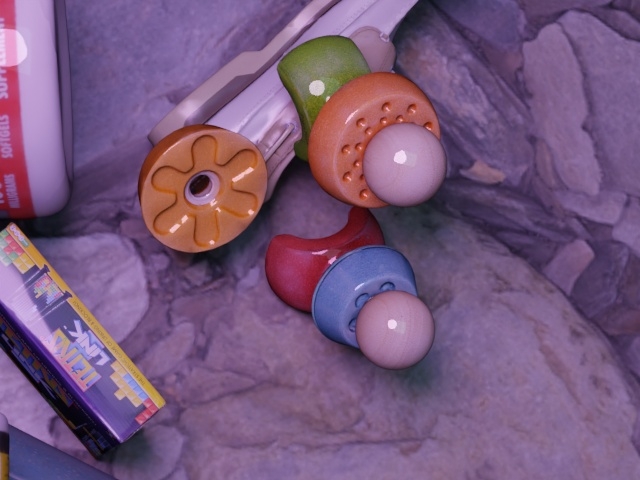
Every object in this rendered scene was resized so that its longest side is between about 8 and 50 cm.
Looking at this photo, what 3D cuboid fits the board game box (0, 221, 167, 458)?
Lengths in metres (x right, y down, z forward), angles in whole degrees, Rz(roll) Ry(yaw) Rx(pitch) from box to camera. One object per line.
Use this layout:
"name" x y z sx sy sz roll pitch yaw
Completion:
"board game box" -0.194 0.078 1.244 0.048 0.141 0.170 -40 90 -18

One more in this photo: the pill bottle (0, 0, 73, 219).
"pill bottle" -0.361 -0.110 1.181 0.363 0.210 0.210 -4 80 -5

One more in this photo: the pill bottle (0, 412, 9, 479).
"pill bottle" -0.236 0.201 0.956 0.119 0.119 0.208 1 78 -14

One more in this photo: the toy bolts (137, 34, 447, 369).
"toy bolts" 0.000 0.000 1.251 0.218 0.158 0.228 -26 127 -14

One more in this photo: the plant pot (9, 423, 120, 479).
"plant pot" -0.248 0.230 1.142 0.247 0.252 0.247 28 73 -6

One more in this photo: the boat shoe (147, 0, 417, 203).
"boat shoe" 0.008 -0.138 1.362 0.302 0.113 0.103 -40 91 -7
